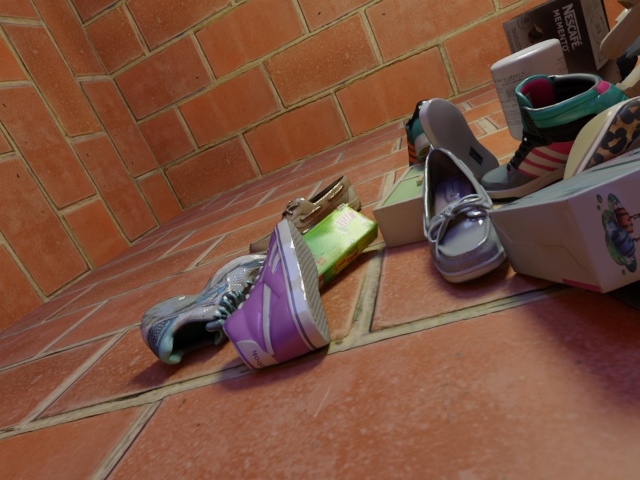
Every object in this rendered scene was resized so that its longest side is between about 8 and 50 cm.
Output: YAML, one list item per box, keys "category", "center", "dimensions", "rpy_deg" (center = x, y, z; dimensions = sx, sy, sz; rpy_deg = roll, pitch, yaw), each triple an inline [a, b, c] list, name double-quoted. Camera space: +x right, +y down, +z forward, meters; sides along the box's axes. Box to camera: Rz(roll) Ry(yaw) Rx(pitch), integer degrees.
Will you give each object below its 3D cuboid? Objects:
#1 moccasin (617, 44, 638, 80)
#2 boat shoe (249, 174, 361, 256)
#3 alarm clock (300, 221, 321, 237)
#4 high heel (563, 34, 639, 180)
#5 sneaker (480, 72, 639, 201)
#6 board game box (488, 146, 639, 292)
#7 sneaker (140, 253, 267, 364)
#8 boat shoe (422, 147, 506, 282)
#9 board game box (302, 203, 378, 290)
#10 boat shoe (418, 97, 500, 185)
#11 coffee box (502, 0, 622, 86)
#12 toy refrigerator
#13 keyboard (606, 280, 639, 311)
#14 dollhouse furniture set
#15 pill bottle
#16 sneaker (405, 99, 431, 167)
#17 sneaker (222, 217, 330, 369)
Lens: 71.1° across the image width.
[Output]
- category: "moccasin"
  center: [0.746, -0.431, 1.210]
  dimensions: [0.342, 0.116, 0.138]
  rpy_deg: [-24, 27, -16]
- category: "boat shoe"
  center: [-0.052, -0.062, 1.185]
  dimensions: [0.341, 0.110, 0.122]
  rpy_deg: [-31, 17, -23]
- category: "alarm clock"
  center: [0.000, 0.000, 0.996]
  dimensions: [0.129, 0.064, 0.192]
  rpy_deg: [-32, 21, -23]
- category: "high heel"
  center: [0.465, -0.134, 0.610]
  dimensions: [0.261, 0.186, 0.093]
  rpy_deg: [-63, -3, 9]
- category: "sneaker"
  center: [0.368, -0.182, 0.766]
  dimensions: [0.296, 0.178, 0.123]
  rpy_deg: [-24, 22, 52]
- category: "board game box"
  center: [0.370, -0.055, 0.477]
  dimensions: [0.304, 0.097, 0.224]
  rpy_deg: [-24, 0, 4]
- category: "sneaker"
  center: [-0.178, 0.132, 0.821]
  dimensions: [0.283, 0.110, 0.122]
  rpy_deg: [-32, 35, -17]
- category: "boat shoe"
  center: [0.214, -0.051, 0.717]
  dimensions: [0.118, 0.103, 0.320]
  rpy_deg: [-28, 23, 27]
- category: "board game box"
  center: [0.018, 0.012, 0.859]
  dimensions: [0.092, 0.043, 0.181]
  rpy_deg: [33, 58, 30]
- category: "boat shoe"
  center: [0.262, -0.181, 0.899]
  dimensions: [0.084, 0.258, 0.095]
  rpy_deg: [6, 64, 53]
- category: "coffee box"
  center: [0.552, -0.389, 1.008]
  dimensions: [0.119, 0.297, 0.168]
  rpy_deg: [-35, 19, -31]
- category: "toy refrigerator"
  center: [0.207, -0.093, 0.938]
  dimensions: [0.102, 0.094, 0.269]
  rpy_deg: [-14, 18, 33]
- category: "keyboard"
  center: [0.401, 0.041, 0.346]
  dimensions: [0.202, 0.033, 0.317]
  rpy_deg: [-24, 17, 0]
- category: "dollhouse furniture set"
  center: [0.666, -0.398, 0.956]
  dimensions: [0.173, 0.303, 0.355]
  rpy_deg: [-53, 10, 26]
- category: "pill bottle"
  center: [0.445, -0.272, 0.914]
  dimensions: [0.131, 0.229, 0.131]
  rpy_deg: [-23, 16, 7]
- category: "sneaker"
  center: [0.264, -0.238, 1.095]
  dimensions: [0.108, 0.120, 0.302]
  rpy_deg: [-9, -10, 7]
- category: "sneaker"
  center: [-0.087, 0.077, 0.718]
  dimensions: [0.161, 0.102, 0.282]
  rpy_deg: [-27, 33, 12]
